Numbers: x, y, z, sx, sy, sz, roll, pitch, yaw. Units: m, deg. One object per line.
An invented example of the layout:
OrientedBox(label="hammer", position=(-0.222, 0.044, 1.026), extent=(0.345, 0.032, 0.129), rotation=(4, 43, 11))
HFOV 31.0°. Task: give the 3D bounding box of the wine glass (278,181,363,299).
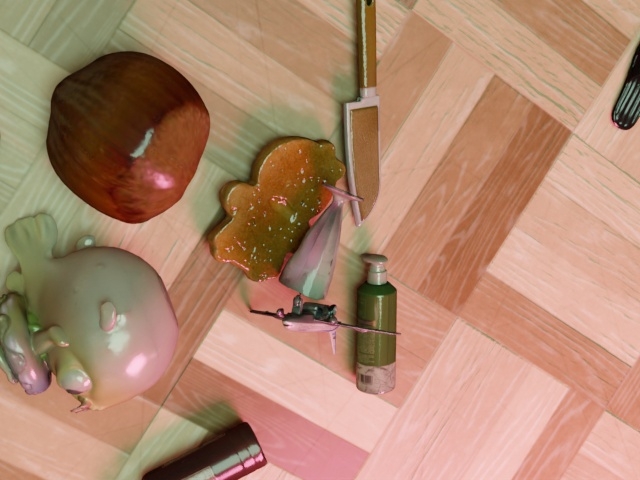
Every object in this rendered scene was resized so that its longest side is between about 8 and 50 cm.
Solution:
OrientedBox(label="wine glass", position=(0.000, 0.000, 1.608), extent=(0.073, 0.073, 0.155), rotation=(19, 94, -22))

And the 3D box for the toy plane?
OrientedBox(label="toy plane", position=(-0.008, 0.111, 1.585), extent=(0.226, 0.226, 0.058), rotation=(7, 78, 20))

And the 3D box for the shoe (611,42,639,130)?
OrientedBox(label="shoe", position=(0.500, -0.241, 1.766), extent=(0.062, 0.053, 0.159), rotation=(23, 97, -19))

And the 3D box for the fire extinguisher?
OrientedBox(label="fire extinguisher", position=(-0.189, 0.351, 1.658), extent=(0.231, 0.071, 0.099), rotation=(-28, 138, -11))

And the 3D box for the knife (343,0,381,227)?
OrientedBox(label="knife", position=(0.056, -0.186, 1.632), extent=(0.061, 0.027, 0.343), rotation=(-14, 110, -33))

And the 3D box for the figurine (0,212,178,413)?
OrientedBox(label="figurine", position=(-0.390, 0.109, 1.491), extent=(0.394, 0.226, 0.275), rotation=(-17, 77, -4))

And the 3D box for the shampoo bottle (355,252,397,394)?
OrientedBox(label="shampoo bottle", position=(0.081, 0.120, 1.698), extent=(0.065, 0.065, 0.204), rotation=(-5, 106, -18))

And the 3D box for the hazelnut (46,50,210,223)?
OrientedBox(label="hazelnut", position=(-0.246, -0.129, 1.458), extent=(0.210, 0.186, 0.210), rotation=(-11, 124, -16))

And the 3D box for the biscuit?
OrientedBox(label="biscuit", position=(-0.061, -0.053, 1.619), extent=(0.166, 0.036, 0.225), rotation=(31, 91, -30))
